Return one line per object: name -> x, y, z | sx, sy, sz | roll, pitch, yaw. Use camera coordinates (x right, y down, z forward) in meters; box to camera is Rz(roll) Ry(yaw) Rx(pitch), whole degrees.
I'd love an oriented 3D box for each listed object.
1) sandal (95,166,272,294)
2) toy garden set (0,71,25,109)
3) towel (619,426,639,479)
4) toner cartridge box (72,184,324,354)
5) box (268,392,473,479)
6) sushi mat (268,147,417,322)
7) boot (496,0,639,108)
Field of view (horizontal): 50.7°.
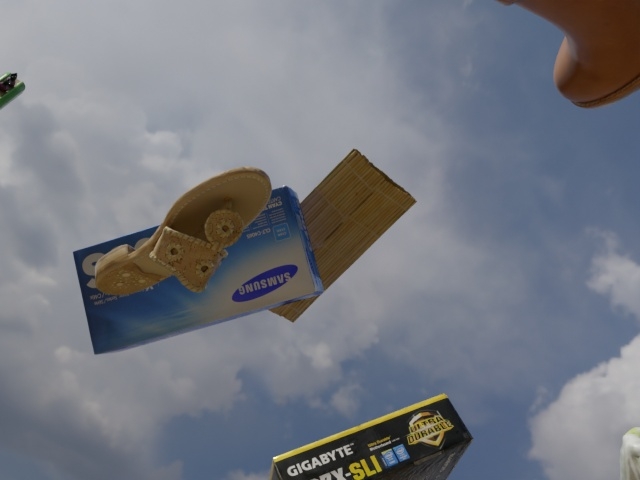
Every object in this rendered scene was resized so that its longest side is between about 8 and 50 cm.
sandal -> -0.134, 0.021, 0.673 | 0.240, 0.079, 0.088 | -29, -33, 28
toy garden set -> -0.621, -0.298, 1.085 | 0.244, 0.204, 0.049 | 39, -61, -17
towel -> 0.421, 0.380, 0.588 | 0.374, 0.090, 0.320 | -161, -112, -65
toner cartridge box -> -0.185, 0.048, 1.018 | 0.348, 0.165, 0.075 | -17, -8, 8
box -> 0.046, 0.360, 0.944 | 0.257, 0.079, 0.322 | -13, -39, -22
sushi mat -> 0.000, 0.000, 1.137 | 0.151, 0.019, 0.316 | 37, -73, -28
boot -> 0.173, -0.193, 0.511 | 0.220, 0.109, 0.283 | -3, -16, -6
